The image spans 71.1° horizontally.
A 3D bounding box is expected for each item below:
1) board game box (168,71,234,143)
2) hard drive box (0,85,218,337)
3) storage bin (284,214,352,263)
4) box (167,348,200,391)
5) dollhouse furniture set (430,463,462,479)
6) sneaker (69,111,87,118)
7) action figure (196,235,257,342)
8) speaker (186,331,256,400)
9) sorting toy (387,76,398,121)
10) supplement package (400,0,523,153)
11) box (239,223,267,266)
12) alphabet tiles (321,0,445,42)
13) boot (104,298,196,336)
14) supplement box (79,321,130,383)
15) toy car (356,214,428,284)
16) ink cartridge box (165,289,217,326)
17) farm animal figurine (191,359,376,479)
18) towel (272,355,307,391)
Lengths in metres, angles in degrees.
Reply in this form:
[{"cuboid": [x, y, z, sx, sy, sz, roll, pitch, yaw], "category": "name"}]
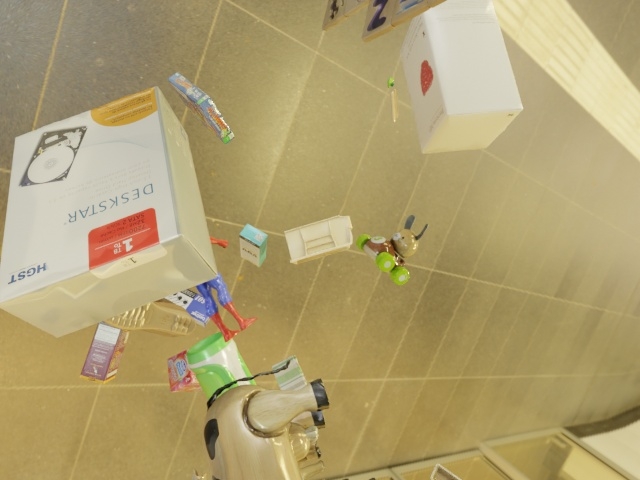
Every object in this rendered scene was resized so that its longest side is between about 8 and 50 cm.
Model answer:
[{"cuboid": [-0.316, -0.352, 1.187, 0.035, 0.201, 0.136, -41, 143, -9], "category": "board game box"}, {"cuboid": [-0.230, -0.040, 0.493, 0.180, 0.232, 0.089, -21, 147, -2], "category": "hard drive box"}, {"cuboid": [0.000, 0.000, 1.800, 0.260, 0.262, 0.123, -16, 85, 0], "category": "storage bin"}, {"cuboid": [-0.442, 0.499, 1.713, 0.122, 0.128, 0.256, -27, 152, 25], "category": "box"}, {"cuboid": [0.247, 0.459, 0.787, 0.091, 0.114, 0.081, -53, 169, -29], "category": "dollhouse furniture set"}, {"cuboid": [-0.748, -0.177, 1.291, 0.257, 0.448, 0.169, -29, 130, 27], "category": "sneaker"}, {"cuboid": [-0.224, 0.056, 0.923, 0.091, 0.280, 0.139, -37, 179, 26], "category": "action figure"}, {"cuboid": [-0.218, 0.383, 1.119, 0.131, 0.131, 0.297, -29, 98, -23], "category": "speaker"}, {"cuboid": [0.142, -0.279, 0.880, 0.062, 0.012, 0.083, -56, 141, -62], "category": "sorting toy"}, {"cuboid": [0.312, -0.377, 1.037, 0.175, 0.177, 0.293, -6, 74, -8], "category": "supplement package"}, {"cuboid": [-0.286, 0.025, 1.907, 0.060, 0.100, 0.244, -58, 175, -25], "category": "box"}, {"cuboid": [0.079, -0.266, 0.364, 0.009, 0.237, 0.199, 15, 84, -32], "category": "alphabet tiles"}, {"cuboid": [-0.385, 0.126, 0.885, 0.248, 0.206, 0.090, 36, 68, -37], "category": "boot"}, {"cuboid": [-0.688, 0.351, 1.442, 0.080, 0.104, 0.188, 16, 82, -6], "category": "supplement box"}, {"cuboid": [0.229, 0.005, 1.313, 0.188, 0.155, 0.149, -47, 123, 3], "category": "toy car"}, {"cuboid": [-0.521, 0.252, 1.770, 0.046, 0.207, 0.097, 103, 14, -54], "category": "ink cartridge box"}, {"cuboid": [-0.050, 0.262, 0.406, 0.172, 0.327, 0.331, -9, 127, -12], "category": "farm animal figurine"}, {"cuboid": [-0.104, 0.504, 1.614, 0.113, 0.152, 0.023, -32, 164, 23], "category": "towel"}]
